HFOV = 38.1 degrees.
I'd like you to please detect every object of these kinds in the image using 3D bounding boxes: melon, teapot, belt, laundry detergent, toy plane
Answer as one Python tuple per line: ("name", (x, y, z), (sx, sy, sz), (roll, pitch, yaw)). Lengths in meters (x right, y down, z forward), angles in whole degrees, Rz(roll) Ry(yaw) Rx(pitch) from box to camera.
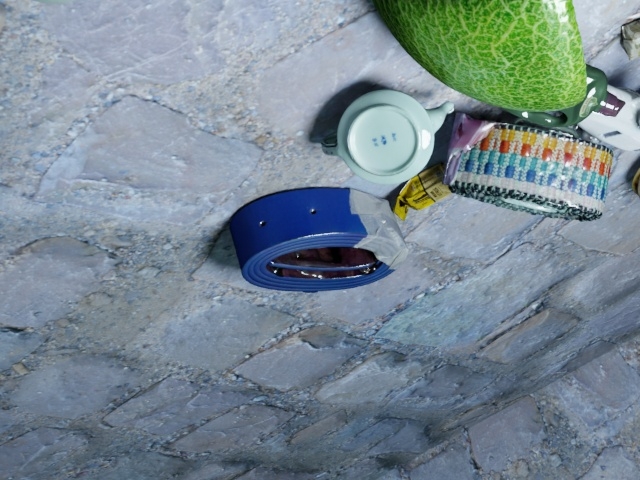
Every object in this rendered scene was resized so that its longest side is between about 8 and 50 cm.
("melon", (0.265, -0.296, 1.340), (0.331, 0.226, 0.343), (6, 149, 39))
("teapot", (0.110, -0.182, 1.555), (0.232, 0.159, 0.159), (-14, 151, 15))
("belt", (0.000, 0.000, 1.787), (0.347, 0.117, 0.212), (2, 144, -30))
("belt", (0.377, -0.139, 1.683), (0.295, 0.160, 0.207), (13, 178, 6))
("laundry detergent", (0.401, -0.251, 1.564), (0.222, 0.078, 0.144), (23, 131, -7))
("toy plane", (0.526, -0.238, 1.676), (0.245, 0.117, 0.244), (11, 164, 3))

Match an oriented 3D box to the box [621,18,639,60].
("box", (0.578, -0.361, 1.621), (0.098, 0.045, 0.062), (-22, 148, 4))

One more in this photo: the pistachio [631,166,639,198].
("pistachio", (0.797, -0.163, 1.955), (0.182, 0.162, 0.293), (28, 131, -31))

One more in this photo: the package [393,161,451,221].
("package", (0.201, -0.095, 1.818), (0.131, 0.047, 0.071), (-31, 153, 16))

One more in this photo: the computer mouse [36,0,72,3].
("computer mouse", (-0.334, -0.359, 1.062), (0.128, 0.079, 0.231), (-30, 145, 12))
